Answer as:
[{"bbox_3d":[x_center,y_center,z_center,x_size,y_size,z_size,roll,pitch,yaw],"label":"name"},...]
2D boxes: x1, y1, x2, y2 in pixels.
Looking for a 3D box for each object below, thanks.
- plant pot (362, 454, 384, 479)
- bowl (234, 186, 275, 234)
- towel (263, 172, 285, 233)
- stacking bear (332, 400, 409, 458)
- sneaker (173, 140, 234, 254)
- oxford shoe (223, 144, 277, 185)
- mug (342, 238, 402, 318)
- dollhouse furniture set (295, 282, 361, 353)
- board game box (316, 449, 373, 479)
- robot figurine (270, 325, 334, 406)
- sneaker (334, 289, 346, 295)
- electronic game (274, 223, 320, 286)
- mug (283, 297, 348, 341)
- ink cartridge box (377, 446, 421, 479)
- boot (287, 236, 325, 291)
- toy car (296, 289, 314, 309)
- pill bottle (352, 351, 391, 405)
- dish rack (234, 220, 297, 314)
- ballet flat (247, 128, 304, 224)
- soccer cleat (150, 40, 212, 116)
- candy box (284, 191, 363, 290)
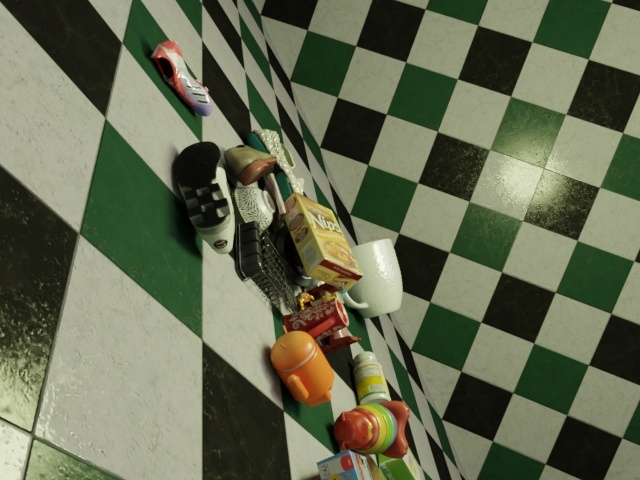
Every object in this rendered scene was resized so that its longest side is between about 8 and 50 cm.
[{"bbox_3d":[0.162,0.770,1.732,0.236,0.032,0.236,60,13,-23],"label":"plant pot"},{"bbox_3d":[-0.194,-0.108,1.800,0.170,0.080,0.170,60,12,-22],"label":"bowl"},{"bbox_3d":[-0.159,-0.118,1.888,0.197,0.029,0.144,123,-52,-67],"label":"towel"},{"bbox_3d":[0.140,0.574,1.735,0.289,0.164,0.176,26,65,-56],"label":"stacking bear"},{"bbox_3d":[-0.277,-0.104,1.398,0.146,0.122,0.331,80,-4,-51],"label":"sneaker"},{"bbox_3d":[-0.231,-0.266,1.872,0.130,0.123,0.348,46,5,-5],"label":"oxford shoe"},{"bbox_3d":[0.211,0.191,2.635,0.374,0.276,0.328,-8,79,-46],"label":"mug"},{"bbox_3d":[0.052,0.275,1.938,0.202,0.152,0.374,69,12,17],"label":"dollhouse furniture set"},{"bbox_3d":[0.101,0.684,1.384,0.302,0.086,0.309,63,7,-64],"label":"board game box"},{"bbox_3d":[-0.047,0.324,1.472,0.158,0.128,0.220,-43,115,-32],"label":"robot figurine"},{"bbox_3d":[0.028,0.071,2.081,0.262,0.104,0.125,49,-36,20],"label":"sneaker"},{"bbox_3d":[-0.063,0.045,1.931,0.229,0.048,0.230,17,63,-38],"label":"electronic game"},{"bbox_3d":[-0.008,0.254,1.675,0.113,0.169,0.150,58,14,-35],"label":"mug"},{"bbox_3d":[0.281,0.829,1.981,0.189,0.096,0.255,61,12,-22],"label":"ink cartridge box"},{"bbox_3d":[-0.071,0.075,2.005,0.123,0.095,0.259,22,40,-56],"label":"boot"},{"bbox_3d":[-0.045,0.176,1.725,0.122,0.060,0.041,-169,-112,-81],"label":"toy car"},{"bbox_3d":[0.184,0.522,2.113,0.118,0.117,0.209,55,16,-43],"label":"pill bottle"},{"bbox_3d":[-0.149,0.087,1.642,0.208,0.074,0.272,-100,163,-47],"label":"dish rack"},{"bbox_3d":[-0.134,-0.244,2.093,0.409,0.146,0.147,65,11,14],"label":"ballet flat"},{"bbox_3d":[-0.398,-0.450,1.637,0.095,0.082,0.248,-62,139,-38],"label":"soccer cleat"},{"bbox_3d":[0.000,0.000,1.830,0.182,0.087,0.317,26,30,-41],"label":"candy box"}]
